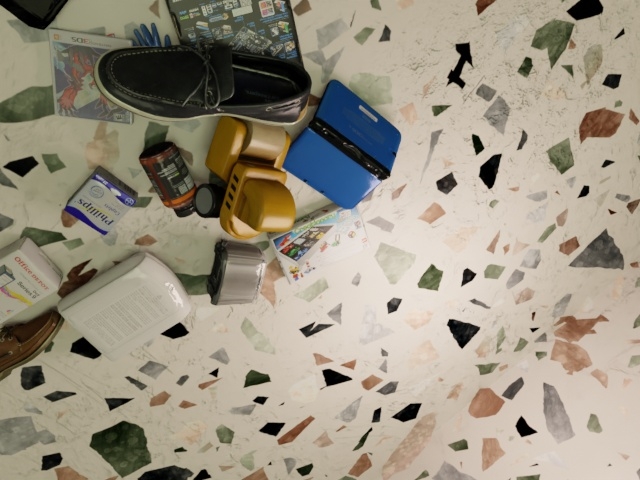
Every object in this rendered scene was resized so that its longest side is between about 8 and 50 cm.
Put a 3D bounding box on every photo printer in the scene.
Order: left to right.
[{"bbox_3d":[-0.564,0.190,1.424,0.307,0.107,0.256,-32,123,-2],"label":"photo printer"}]

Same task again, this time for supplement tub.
[{"bbox_3d":[-0.403,-0.161,1.300,0.106,0.106,0.198,-24,122,-7],"label":"supplement tub"}]

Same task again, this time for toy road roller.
[{"bbox_3d":[-0.167,-0.158,1.280,0.202,0.240,0.330,-2,117,-52],"label":"toy road roller"}]

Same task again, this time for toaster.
[{"bbox_3d":[-0.259,0.096,1.476,0.146,0.129,0.227,6,112,-27],"label":"toaster"}]

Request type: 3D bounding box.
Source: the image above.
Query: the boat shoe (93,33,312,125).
[{"bbox_3d":[-0.249,-0.371,1.101,0.500,0.156,0.187,2,77,-23],"label":"boat shoe"}]

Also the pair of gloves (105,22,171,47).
[{"bbox_3d":[-0.458,-0.440,1.184,0.198,0.023,0.159,-20,121,-10],"label":"pair of gloves"}]

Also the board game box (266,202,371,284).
[{"bbox_3d":[0.000,0.000,1.559,0.305,0.053,0.193,-24,121,-7],"label":"board game box"}]

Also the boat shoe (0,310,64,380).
[{"bbox_3d":[-0.878,0.297,1.365,0.307,0.111,0.104,-39,123,3],"label":"boat shoe"}]

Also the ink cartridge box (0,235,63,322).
[{"bbox_3d":[-0.844,0.112,1.292,0.212,0.093,0.154,-31,122,-4],"label":"ink cartridge box"}]

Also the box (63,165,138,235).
[{"bbox_3d":[-0.587,-0.106,1.283,0.137,0.072,0.126,-45,121,7],"label":"box"}]

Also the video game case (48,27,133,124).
[{"bbox_3d":[-0.551,-0.393,1.156,0.183,0.023,0.201,5,115,-10],"label":"video game case"}]

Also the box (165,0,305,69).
[{"bbox_3d":[-0.205,-0.511,1.208,0.295,0.073,0.293,-19,123,-8],"label":"box"}]

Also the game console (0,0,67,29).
[{"bbox_3d":[-0.588,-0.653,1.015,0.361,0.044,0.213,-46,123,8],"label":"game console"}]

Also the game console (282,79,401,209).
[{"bbox_3d":[0.063,-0.278,1.426,0.293,0.173,0.250,32,65,-26],"label":"game console"}]
